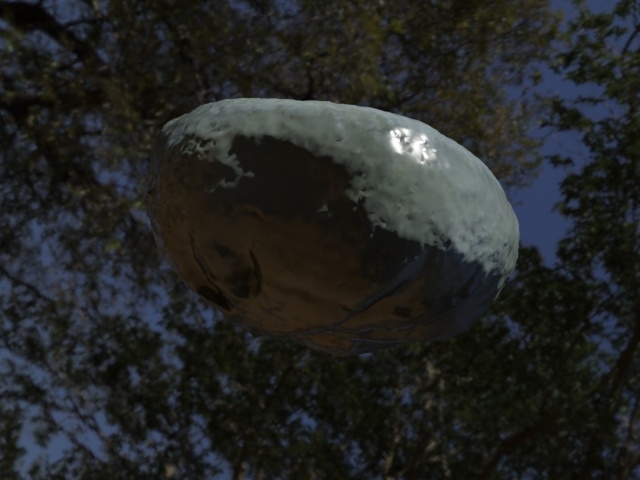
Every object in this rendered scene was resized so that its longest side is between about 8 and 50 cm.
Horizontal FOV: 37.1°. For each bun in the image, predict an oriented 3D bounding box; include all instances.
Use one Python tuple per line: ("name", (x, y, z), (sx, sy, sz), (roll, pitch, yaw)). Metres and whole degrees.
("bun", (0.003, 0.002, 0.856), (0.354, 0.354, 0.194), (3, -103, 50))
